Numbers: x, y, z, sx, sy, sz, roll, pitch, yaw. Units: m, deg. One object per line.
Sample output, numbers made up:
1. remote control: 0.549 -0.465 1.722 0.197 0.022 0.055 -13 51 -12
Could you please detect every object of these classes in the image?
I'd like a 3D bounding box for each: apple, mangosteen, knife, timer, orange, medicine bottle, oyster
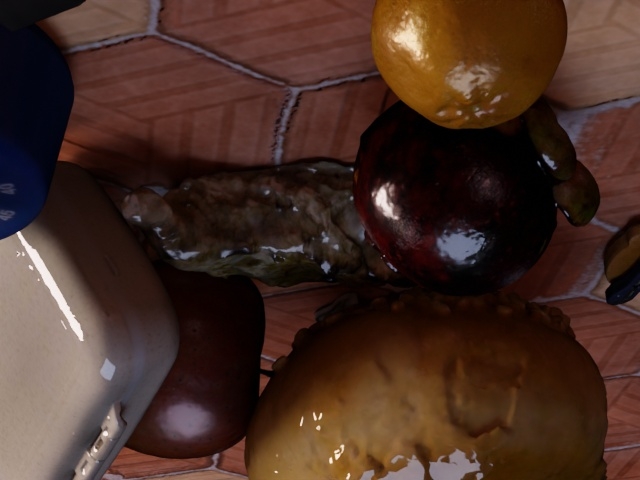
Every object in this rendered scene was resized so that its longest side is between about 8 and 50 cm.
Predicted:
1. apple: -0.157 0.129 1.710 0.234 0.234 0.234 0 152 0
2. mangosteen: 0.128 -0.049 1.406 0.210 0.210 0.210 0 152 0
3. knife: 0.338 0.038 1.693 0.031 0.018 0.121 4 151 -13
4. timer: -0.353 0.008 1.299 0.270 0.383 0.270 1 152 0
5. orange: 0.116 -0.158 1.248 0.159 0.136 0.159 -1 155 0
6. medicine bottle: -0.278 0.108 1.578 0.123 0.282 0.375 -20 156 -38
7. oyster: -0.019 0.009 1.603 0.396 0.111 0.204 4 155 -15

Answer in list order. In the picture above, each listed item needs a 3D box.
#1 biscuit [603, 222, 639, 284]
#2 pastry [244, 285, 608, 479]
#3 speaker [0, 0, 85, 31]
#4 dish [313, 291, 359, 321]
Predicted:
1. biscuit: 0.365 0.014 1.692 0.118 0.023 0.140 7 151 -15
2. pastry: 0.113 0.192 1.658 0.409 0.245 0.409 -6 153 -3
3. speaker: -0.273 -0.239 1.193 0.082 0.044 0.218 -17 148 28
4. dish: 0.112 0.135 1.864 0.246 0.078 0.224 17 149 -28
